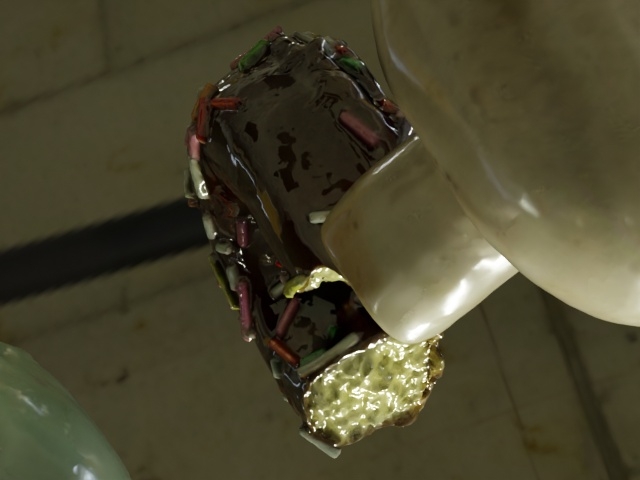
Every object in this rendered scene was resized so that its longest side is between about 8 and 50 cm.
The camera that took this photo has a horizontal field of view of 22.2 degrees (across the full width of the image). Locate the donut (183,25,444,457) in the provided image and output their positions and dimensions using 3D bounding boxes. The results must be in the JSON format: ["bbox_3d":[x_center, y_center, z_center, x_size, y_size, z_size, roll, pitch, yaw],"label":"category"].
[{"bbox_3d":[-0.012,-0.015,1.230,0.136,0.345,0.259,-26,-117,-16],"label":"donut"}]

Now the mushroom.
[{"bbox_3d":[0.134,-0.067,0.924,0.290,0.292,0.292,-43,-156,44],"label":"mushroom"}]

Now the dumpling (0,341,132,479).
[{"bbox_3d":[-0.245,0.170,1.060,0.212,0.321,0.270,-37,-154,-27],"label":"dumpling"}]
